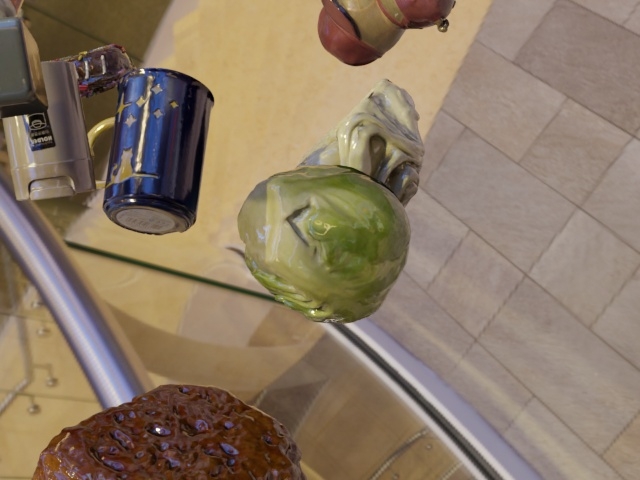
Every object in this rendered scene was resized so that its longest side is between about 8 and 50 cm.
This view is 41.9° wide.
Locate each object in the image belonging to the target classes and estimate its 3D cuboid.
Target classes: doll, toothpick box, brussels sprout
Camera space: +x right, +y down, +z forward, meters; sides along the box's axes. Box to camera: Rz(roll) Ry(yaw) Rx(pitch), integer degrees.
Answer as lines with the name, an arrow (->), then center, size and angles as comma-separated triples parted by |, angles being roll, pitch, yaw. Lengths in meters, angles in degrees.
doll -> 0.102, -0.406, 1.430 | 0.256, 0.196, 0.152 | -24, 39, 34
toothpick box -> -0.378, -0.148, 1.153 | 0.111, 0.111, 0.180 | -3, 97, 40
brussels sprout -> 0.005, -0.002, 1.487 | 0.289, 0.355, 0.281 | 42, 105, 38

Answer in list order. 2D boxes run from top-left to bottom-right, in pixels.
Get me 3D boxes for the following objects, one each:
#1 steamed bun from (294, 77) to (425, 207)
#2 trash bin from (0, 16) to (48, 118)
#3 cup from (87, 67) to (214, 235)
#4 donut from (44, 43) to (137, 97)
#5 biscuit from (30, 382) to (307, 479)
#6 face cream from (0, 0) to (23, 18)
steamed bun -> 0.101, -0.152, 1.802 | 0.394, 0.237, 0.346 | -46, 8, -10
trash bin -> -0.404, -0.157, 0.833 | 0.177, 0.236, 0.101 | -169, 69, -77
cup -> -0.316, -0.141, 1.521 | 0.255, 0.178, 0.256 | -21, 57, 49
donut -> -0.540, -0.363, 1.856 | 0.270, 0.270, 0.103 | -3, 112, 40
biscuit -> -0.234, 0.401, 1.395 | 0.343, 0.395, 0.166 | 27, 116, 29
face cream -> -0.703, -0.556, 1.717 | 0.201, 0.201, 0.187 | -4, 64, 40
